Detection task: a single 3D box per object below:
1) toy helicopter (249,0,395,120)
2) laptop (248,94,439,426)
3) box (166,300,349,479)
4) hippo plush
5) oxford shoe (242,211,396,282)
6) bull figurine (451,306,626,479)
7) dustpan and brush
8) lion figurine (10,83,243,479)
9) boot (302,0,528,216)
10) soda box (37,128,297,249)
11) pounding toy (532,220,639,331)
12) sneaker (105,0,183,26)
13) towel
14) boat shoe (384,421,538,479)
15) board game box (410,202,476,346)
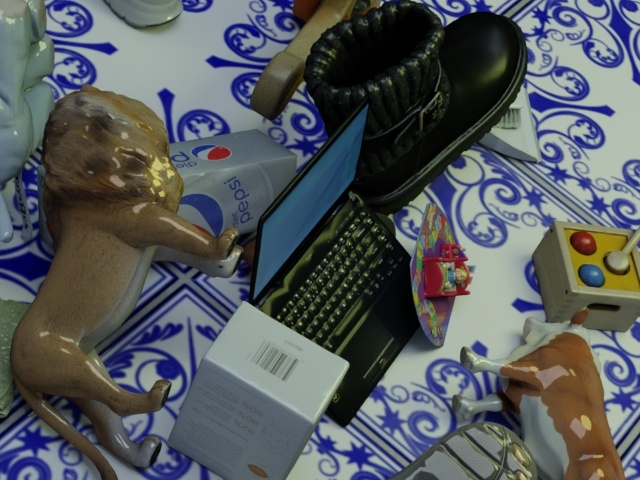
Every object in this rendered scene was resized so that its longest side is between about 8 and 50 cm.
[{"bbox_3d":[0.014,-0.277,2.022,0.140,0.235,0.355,31,48,4],"label":"toy helicopter"},{"bbox_3d":[0.039,0.023,1.775,0.264,0.136,0.234,50,52,-14],"label":"laptop"},{"bbox_3d":[-0.066,0.169,1.662,0.130,0.170,0.091,31,49,4],"label":"box"},{"bbox_3d":[-0.430,-0.153,1.798,0.236,0.234,0.294,2,92,1],"label":"hippo plush"},{"bbox_3d":[0.000,0.000,1.905,0.212,0.076,0.076,-8,14,-40],"label":"oxford shoe"},{"bbox_3d":[0.253,0.200,1.819,0.188,0.101,0.310,-1,50,-18],"label":"bull figurine"},{"bbox_3d":[0.198,-0.186,2.141,0.211,0.060,0.147,7,50,-16],"label":"dustpan and brush"},{"bbox_3d":[-0.228,0.048,1.645,0.240,0.142,0.392,23,82,7],"label":"lion figurine"},{"bbox_3d":[0.126,-0.211,1.935,0.131,0.260,0.348,26,63,27],"label":"boot"},{"bbox_3d":[-0.171,-0.050,1.835,0.286,0.091,0.098,-12,29,-30],"label":"soda box"},{"bbox_3d":[0.351,0.029,1.997,0.141,0.100,0.130,6,51,-18],"label":"pounding toy"},{"bbox_3d":[-0.285,-0.404,2.077,0.297,0.129,0.111,35,50,10],"label":"sneaker"},{"bbox_3d":[-0.360,0.115,1.684,0.110,0.027,0.148,17,49,-8],"label":"towel"},{"bbox_3d":[0.058,0.311,1.630,0.355,0.130,0.132,-24,71,-14],"label":"boat shoe"},{"bbox_3d":[0.149,0.037,1.892,0.033,0.133,0.169,-5,42,23],"label":"board game box"}]
